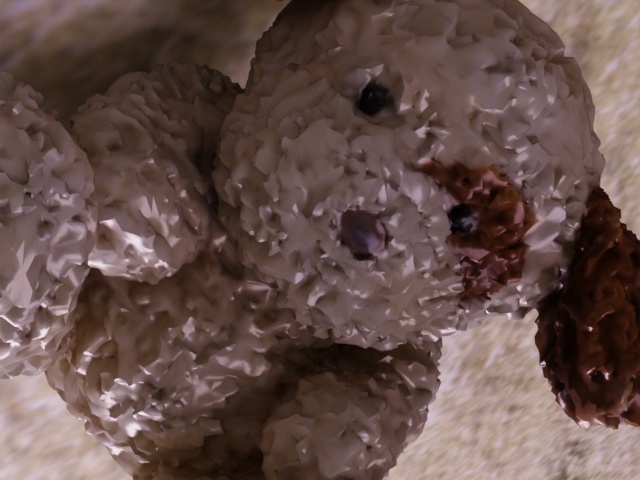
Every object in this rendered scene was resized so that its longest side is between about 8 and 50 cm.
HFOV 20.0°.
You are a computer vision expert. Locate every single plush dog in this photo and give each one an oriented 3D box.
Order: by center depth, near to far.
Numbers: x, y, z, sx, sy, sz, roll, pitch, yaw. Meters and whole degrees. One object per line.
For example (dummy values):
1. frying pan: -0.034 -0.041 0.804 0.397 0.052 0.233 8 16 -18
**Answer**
1. plush dog: 0.000 0.000 0.662 0.225 0.262 0.210 -35 -172 17
